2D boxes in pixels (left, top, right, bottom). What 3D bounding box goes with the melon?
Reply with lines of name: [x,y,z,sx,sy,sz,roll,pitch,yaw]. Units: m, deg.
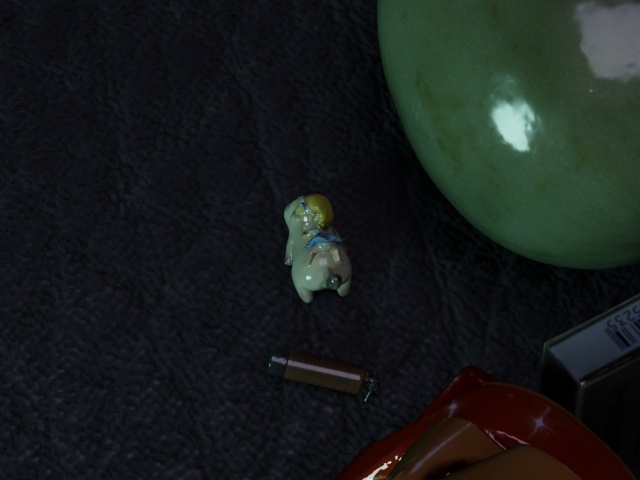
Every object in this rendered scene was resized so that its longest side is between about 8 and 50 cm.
melon: [0.174,-0.120,0.954,0.308,0.272,0.271,34,70,9]

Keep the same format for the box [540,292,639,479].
box: [0.290,0.063,0.944,0.325,0.180,0.047,-25,52,-15]

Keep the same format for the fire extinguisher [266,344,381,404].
fire extinguisher: [0.004,0.095,0.977,0.083,0.022,0.028,13,108,-4]

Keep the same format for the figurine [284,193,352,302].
figurine: [0.000,0.000,0.994,0.047,0.050,0.083,-13,74,-18]

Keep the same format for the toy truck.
toy truck: [0.073,0.206,0.807,0.189,0.239,0.265,43,113,7]
